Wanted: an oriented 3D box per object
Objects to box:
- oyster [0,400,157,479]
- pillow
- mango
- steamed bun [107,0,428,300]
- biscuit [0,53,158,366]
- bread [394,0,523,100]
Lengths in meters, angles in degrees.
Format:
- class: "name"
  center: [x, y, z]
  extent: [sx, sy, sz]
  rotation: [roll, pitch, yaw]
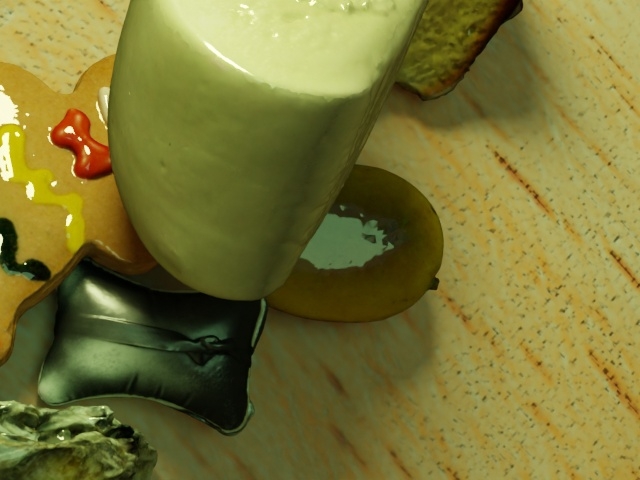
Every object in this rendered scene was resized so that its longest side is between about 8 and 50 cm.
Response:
- class: "oyster"
  center: [-0.242, 0.149, 1.011]
  extent: [0.351, 0.162, 0.158]
  rotation: [-4, 40, -30]
- class: "pillow"
  center: [-0.103, 0.065, 1.111]
  extent: [0.136, 0.055, 0.091]
  rotation: [9, 111, -4]
- class: "mango"
  center: [0.000, 0.000, 1.156]
  extent: [0.161, 0.076, 0.103]
  rotation: [6, 85, -18]
- class: "steamed bun"
  center: [-0.039, -0.100, 1.047]
  extent: [0.155, 0.200, 0.250]
  rotation: [26, 41, 3]
- class: "biscuit"
  center: [-0.165, -0.040, 1.092]
  extent: [0.250, 0.036, 0.165]
  rotation: [-37, 82, -30]
- class: "bread"
  center: [0.071, -0.187, 1.165]
  extent: [0.140, 0.160, 0.169]
  rotation: [12, 78, -20]
